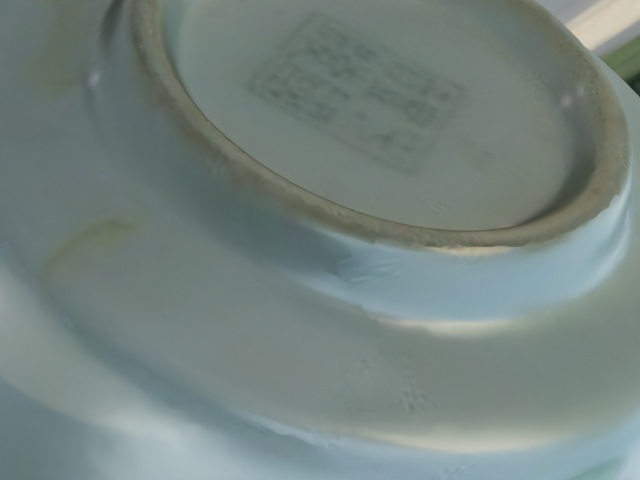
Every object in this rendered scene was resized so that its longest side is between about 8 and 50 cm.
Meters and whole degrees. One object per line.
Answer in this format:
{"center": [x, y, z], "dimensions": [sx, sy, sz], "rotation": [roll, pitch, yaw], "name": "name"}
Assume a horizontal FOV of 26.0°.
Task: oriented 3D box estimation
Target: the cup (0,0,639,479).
{"center": [0.000, 0.000, 0.491], "dimensions": [0.347, 0.347, 0.163], "rotation": [-29, 153, -41], "name": "cup"}
